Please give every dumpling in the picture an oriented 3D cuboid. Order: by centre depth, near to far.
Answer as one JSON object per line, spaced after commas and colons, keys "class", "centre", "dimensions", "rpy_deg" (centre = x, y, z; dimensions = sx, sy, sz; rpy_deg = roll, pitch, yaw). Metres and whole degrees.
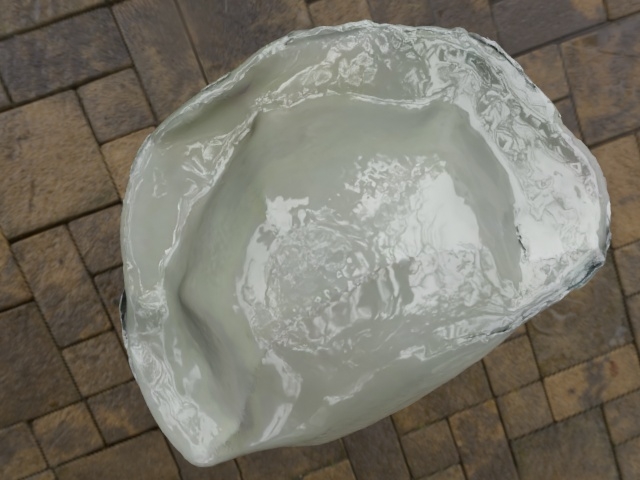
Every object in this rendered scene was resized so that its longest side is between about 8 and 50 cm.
{"class": "dumpling", "centre": [-0.003, 0.002, 0.493], "dimensions": [0.341, 0.181, 0.260], "rpy_deg": [-28, 97, 35]}
